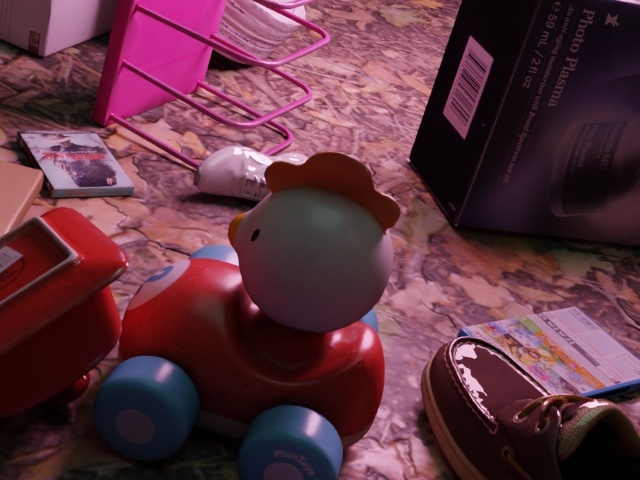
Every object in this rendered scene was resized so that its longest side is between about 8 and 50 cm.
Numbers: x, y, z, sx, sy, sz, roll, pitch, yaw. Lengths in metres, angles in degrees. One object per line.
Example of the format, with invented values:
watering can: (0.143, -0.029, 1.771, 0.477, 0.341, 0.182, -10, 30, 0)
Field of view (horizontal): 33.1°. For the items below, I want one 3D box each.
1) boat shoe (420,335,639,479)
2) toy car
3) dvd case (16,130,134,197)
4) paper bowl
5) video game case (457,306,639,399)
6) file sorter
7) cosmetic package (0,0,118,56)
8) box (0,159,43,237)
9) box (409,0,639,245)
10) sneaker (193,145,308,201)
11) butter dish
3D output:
boat shoe: (0.195, 0.166, 0.802, 0.123, 0.123, 0.342, 1, 33, -27)
toy car: (-0.033, 0.028, 0.801, 0.210, 0.238, 0.219, 19, 28, 3)
dvd case: (-0.253, -0.080, 1.107, 0.087, 0.013, 0.119, -3, 34, -33)
paper bowl: (-0.127, -0.392, 1.460, 0.284, 0.148, 0.284, 41, 25, -23)
video game case: (0.228, 0.112, 1.030, 0.166, 0.015, 0.119, -6, 37, -36)
file sorter: (-0.095, -0.244, 1.199, 0.182, 0.291, 0.202, 29, 31, 15)
cosmetic package: (-0.320, -0.328, 1.401, 0.085, 0.117, 0.231, 24, 28, 13)
box: (-0.353, -0.032, 0.961, 0.164, 0.021, 0.201, 15, 28, -5)
box: (0.304, -0.167, 1.266, 0.293, 0.296, 0.183, 5, 30, -21)
sneaker: (-0.061, -0.064, 1.143, 0.152, 0.054, 0.061, -2, 37, -33)
butter dish: (-0.206, 0.068, 0.773, 0.160, 0.118, 0.160, -35, 32, -16)
